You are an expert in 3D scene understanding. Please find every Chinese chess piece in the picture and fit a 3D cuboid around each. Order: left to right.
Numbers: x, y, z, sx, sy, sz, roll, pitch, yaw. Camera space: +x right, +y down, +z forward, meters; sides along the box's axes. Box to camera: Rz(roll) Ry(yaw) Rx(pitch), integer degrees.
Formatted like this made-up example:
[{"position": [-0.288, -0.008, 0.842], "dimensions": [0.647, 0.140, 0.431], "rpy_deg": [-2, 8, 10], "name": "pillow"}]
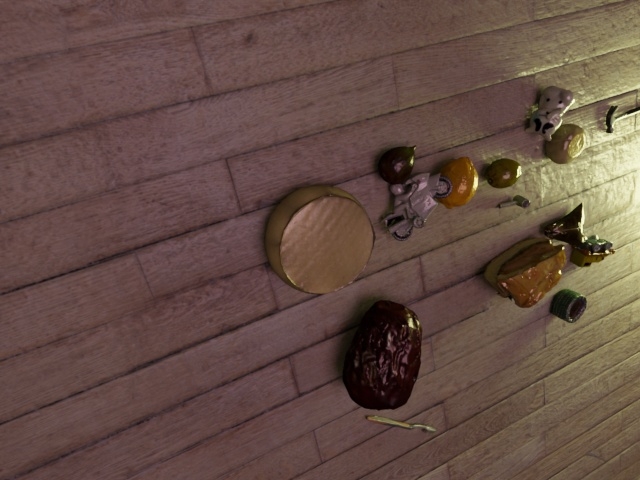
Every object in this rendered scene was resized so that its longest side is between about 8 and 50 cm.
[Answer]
[{"position": [0.000, 0.000, 1.399], "dimensions": [0.338, 0.140, 0.337], "rpy_deg": [-8, 111, -23], "name": "Chinese chess piece"}]

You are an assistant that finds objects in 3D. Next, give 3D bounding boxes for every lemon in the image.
[{"position": [0.457, -0.196, 1.542], "dimensions": [0.142, 0.142, 0.187], "rpy_deg": [23, 89, -28], "name": "lemon"}]

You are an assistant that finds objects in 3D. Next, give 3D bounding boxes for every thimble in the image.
[{"position": [1.083, 0.284, 2.003], "dimensions": [0.119, 0.090, 0.135], "rpy_deg": [17, 99, -27], "name": "thimble"}]

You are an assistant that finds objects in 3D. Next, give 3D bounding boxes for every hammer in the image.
[{"position": [1.251, -0.520, 1.864], "dimensions": [0.247, 0.029, 0.103], "rpy_deg": [-23, 115, -18], "name": "hammer"}]

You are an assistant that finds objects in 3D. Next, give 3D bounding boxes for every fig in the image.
[{"position": [0.254, -0.251, 1.459], "dimensions": [0.155, 0.103, 0.109], "rpy_deg": [-39, 155, -21], "name": "fig"}]

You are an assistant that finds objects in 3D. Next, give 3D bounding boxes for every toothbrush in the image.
[{"position": [0.328, 0.741, 1.842], "dimensions": [0.376, 0.028, 0.037], "rpy_deg": [23, 103, -29], "name": "toothbrush"}]

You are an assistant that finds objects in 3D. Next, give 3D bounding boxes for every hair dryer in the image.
[{"position": [0.717, -0.137, 1.729], "dimensions": [0.125, 0.063, 0.037], "rpy_deg": [-13, 113, -7], "name": "hair dryer"}]

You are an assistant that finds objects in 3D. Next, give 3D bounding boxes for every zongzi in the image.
[{"position": [0.988, -0.084, 1.859], "dimensions": [0.187, 0.084, 0.183], "rpy_deg": [11, 87, -22], "name": "zongzi"}]

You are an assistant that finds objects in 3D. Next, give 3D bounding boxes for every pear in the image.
[{"position": [0.651, -0.238, 1.640], "dimensions": [0.132, 0.107, 0.107], "rpy_deg": [-24, 115, -6], "name": "pear"}]

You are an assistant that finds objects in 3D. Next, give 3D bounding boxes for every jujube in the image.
[{"position": [0.216, 0.401, 1.567], "dimensions": [0.259, 0.258, 0.376], "rpy_deg": [7, 107, -26], "name": "jujube"}]

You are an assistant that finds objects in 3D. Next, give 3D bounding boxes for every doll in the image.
[{"position": [0.823, -0.461, 1.643], "dimensions": [0.180, 0.110, 0.107], "rpy_deg": [-62, 158, 2], "name": "doll"}]

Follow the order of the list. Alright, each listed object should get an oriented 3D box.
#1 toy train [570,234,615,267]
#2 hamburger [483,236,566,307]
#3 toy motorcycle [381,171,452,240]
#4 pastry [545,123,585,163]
[{"position": [1.163, 0.048, 1.971], "dimensions": [0.220, 0.089, 0.127], "rpy_deg": [-2, 117, -24], "name": "toy train"}, {"position": [0.790, 0.146, 1.789], "dimensions": [0.330, 0.162, 0.208], "rpy_deg": [-27, 118, -17], "name": "hamburger"}, {"position": [0.298, -0.130, 1.505], "dimensions": [0.171, 0.110, 0.260], "rpy_deg": [42, 107, 7], "name": "toy motorcycle"}, {"position": [0.929, -0.361, 1.733], "dimensions": [0.157, 0.092, 0.156], "rpy_deg": [-11, 118, -22], "name": "pastry"}]
